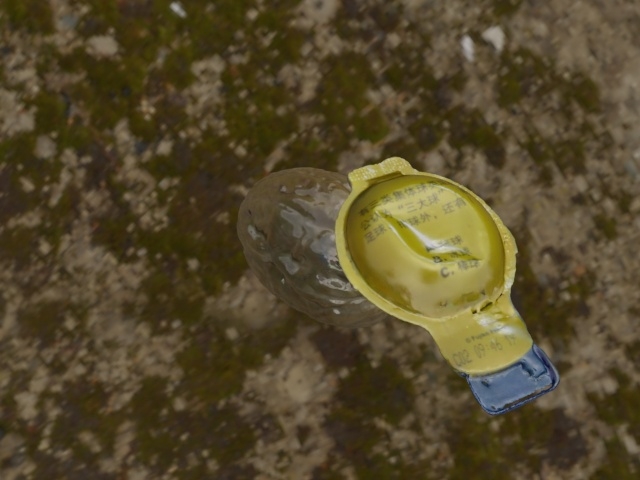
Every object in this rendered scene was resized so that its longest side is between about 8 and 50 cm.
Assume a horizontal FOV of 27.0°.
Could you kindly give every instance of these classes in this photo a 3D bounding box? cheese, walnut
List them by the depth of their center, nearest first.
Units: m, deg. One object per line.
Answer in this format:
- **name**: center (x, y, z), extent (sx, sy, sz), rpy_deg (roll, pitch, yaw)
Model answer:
- **cheese**: center (0.113, 0.033, 1.203), extent (0.177, 0.069, 0.270), rpy_deg (-19, 63, -27)
- **walnut**: center (-0.001, 0.001, 1.568), extent (0.230, 0.178, 0.178), rpy_deg (26, 50, 25)
